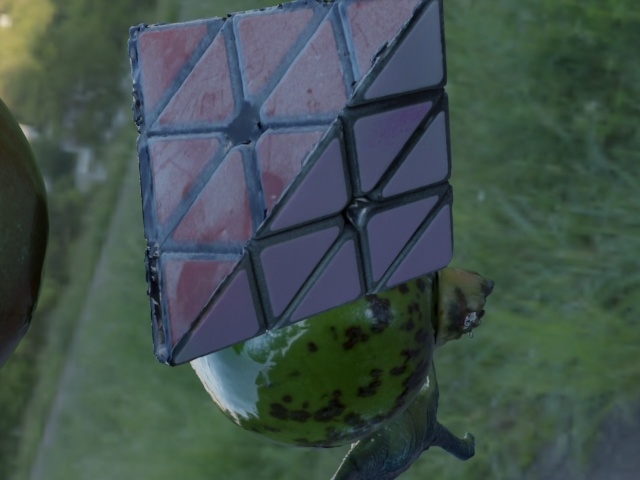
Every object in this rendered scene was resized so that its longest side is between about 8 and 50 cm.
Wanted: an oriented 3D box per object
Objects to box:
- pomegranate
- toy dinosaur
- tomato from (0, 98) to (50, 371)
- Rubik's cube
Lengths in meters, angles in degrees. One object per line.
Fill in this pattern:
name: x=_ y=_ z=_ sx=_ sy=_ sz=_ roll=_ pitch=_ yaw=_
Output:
pomegranate: x=0.005 y=0.047 z=1.276 sx=0.254 sy=0.270 sz=0.254 roll=8 pitch=-90 yaw=-88
toy dinosaur: x=0.069 y=0.178 z=1.498 sx=0.076 sy=0.363 sz=0.147 roll=-12 pitch=91 yaw=27
tomato: x=-0.273 y=0.010 z=0.899 sx=0.270 sy=0.222 sz=0.270 roll=-161 pitch=90 yaw=-86
Rubik's cube: x=0.000 y=0.000 z=0.782 sx=0.211 sy=0.178 sz=0.190 roll=4 pitch=68 yaw=47
